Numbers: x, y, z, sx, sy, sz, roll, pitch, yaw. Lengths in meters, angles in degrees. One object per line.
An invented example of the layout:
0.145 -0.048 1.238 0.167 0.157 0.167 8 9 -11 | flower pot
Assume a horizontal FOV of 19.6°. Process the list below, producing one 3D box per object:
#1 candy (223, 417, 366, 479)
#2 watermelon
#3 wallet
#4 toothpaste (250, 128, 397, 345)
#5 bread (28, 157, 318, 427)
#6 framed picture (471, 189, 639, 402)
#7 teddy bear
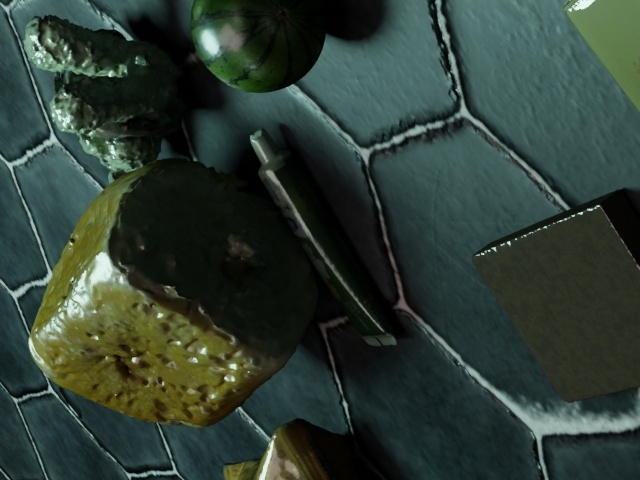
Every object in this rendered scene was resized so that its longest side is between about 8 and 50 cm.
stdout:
-0.027 0.252 1.740 0.143 0.101 0.271 59 159 6 | candy
-0.047 -0.152 1.320 0.109 0.109 0.109 38 148 29 | watermelon
0.210 -0.098 1.035 0.155 0.039 0.110 53 156 5 | wallet
0.000 0.000 1.487 0.204 0.031 0.049 59 154 -11 | toothpaste
-0.112 0.035 1.546 0.195 0.176 0.246 28 146 -15 | bread
0.183 0.042 1.249 0.128 0.023 0.168 57 153 -4 | framed picture
-0.164 -0.121 1.561 0.213 0.111 0.133 60 -172 -68 | teddy bear
